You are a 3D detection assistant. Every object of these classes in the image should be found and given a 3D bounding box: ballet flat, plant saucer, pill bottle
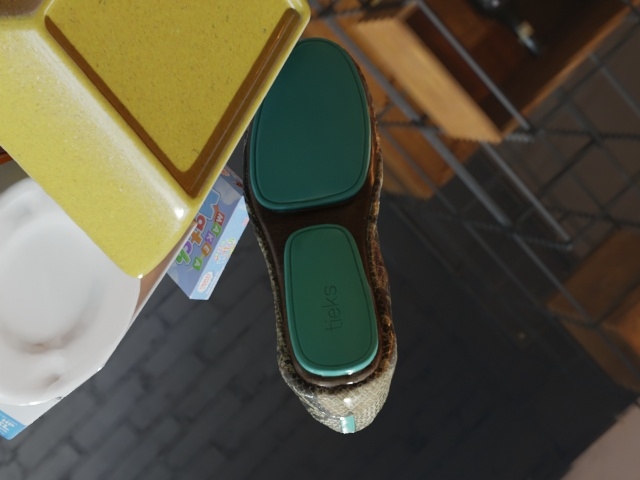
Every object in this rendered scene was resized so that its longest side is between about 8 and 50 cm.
[{"bbox_3d":[0.000,0.000,1.621,0.164,0.182,0.482,-6,-123,0],"label":"ballet flat"},{"bbox_3d":[-0.138,-0.186,1.180,0.081,0.333,0.332,5,-123,38],"label":"plant saucer"},{"bbox_3d":[-0.376,0.000,1.336,0.392,0.224,0.224,14,-126,39],"label":"pill bottle"}]

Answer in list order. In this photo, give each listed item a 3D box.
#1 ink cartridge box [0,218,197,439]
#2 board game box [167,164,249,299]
[{"bbox_3d":[-0.298,0.071,1.616,0.307,0.129,0.223,-36,-161,52],"label":"ink cartridge box"},{"bbox_3d":[-0.182,-0.049,1.856,0.211,0.039,0.160,43,-65,35],"label":"board game box"}]
